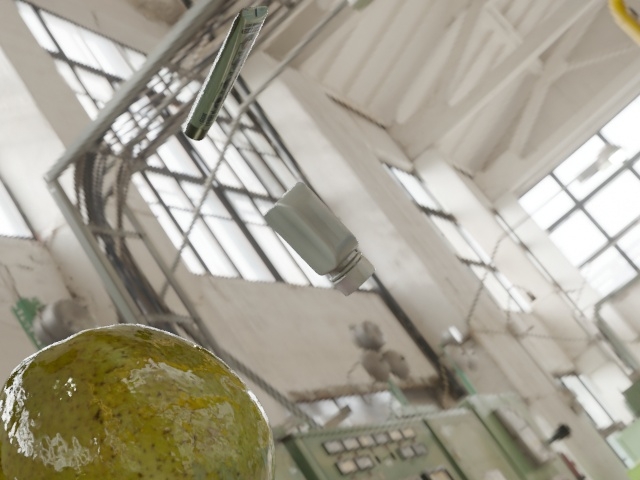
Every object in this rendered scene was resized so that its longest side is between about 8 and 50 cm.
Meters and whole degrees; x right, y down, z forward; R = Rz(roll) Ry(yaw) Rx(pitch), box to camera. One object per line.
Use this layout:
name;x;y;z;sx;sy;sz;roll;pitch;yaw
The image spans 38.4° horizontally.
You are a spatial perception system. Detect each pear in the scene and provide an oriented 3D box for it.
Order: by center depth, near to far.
pear;-0.181;0.216;0.867;0.294;0.294;0.294;-31;-22;-14

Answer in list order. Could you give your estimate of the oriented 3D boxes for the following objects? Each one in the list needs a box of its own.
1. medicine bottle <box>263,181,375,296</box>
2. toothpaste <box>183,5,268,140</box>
medicine bottle;0.000;0.000;1.426;0.069;0.183;0.119;-44;4;-24
toothpaste;-0.142;-0.242;1.342;0.062;0.039;0.239;-24;-25;-48
